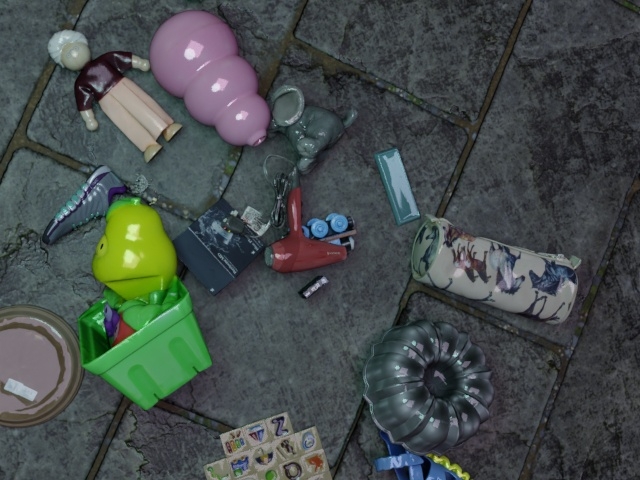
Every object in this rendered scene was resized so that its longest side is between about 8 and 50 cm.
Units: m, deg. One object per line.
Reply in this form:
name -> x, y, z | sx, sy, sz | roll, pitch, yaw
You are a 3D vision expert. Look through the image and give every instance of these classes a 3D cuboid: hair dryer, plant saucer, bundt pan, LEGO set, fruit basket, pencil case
hair dryer -> -0.056, -0.033, 1.731 | 0.293, 0.080, 0.224 | 40, 82, -19
plant saucer -> -0.674, 0.283, 1.707 | 0.277, 0.041, 0.278 | 0, 89, -12
bundt pan -> 0.270, 0.335, 1.796 | 0.330, 0.124, 0.331 | 7, 67, -18
LEGO set -> -0.409, -0.124, 1.780 | 0.083, 0.023, 0.054 | 37, 82, -8
fruit basket -> -0.398, 0.114, 1.600 | 0.282, 0.392, 0.392 | -34, 95, -10
pencil case -> 0.423, 0.068, 1.870 | 0.410, 0.160, 0.184 | 18, 93, -10
plant saucer -> 0.194, -0.136, 1.905 | 0.067, 0.018, 0.192 | -19, 93, -11

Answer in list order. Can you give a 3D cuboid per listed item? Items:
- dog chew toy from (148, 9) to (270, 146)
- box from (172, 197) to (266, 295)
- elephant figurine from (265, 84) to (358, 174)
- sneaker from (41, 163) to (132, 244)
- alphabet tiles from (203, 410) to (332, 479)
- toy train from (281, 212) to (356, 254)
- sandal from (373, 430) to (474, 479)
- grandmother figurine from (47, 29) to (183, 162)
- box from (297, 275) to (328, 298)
dog chew toy -> -0.235, -0.351, 1.712 | 0.206, 0.206, 0.332 | -36, 84, -10
box -> -0.233, 0.013, 1.736 | 0.156, 0.093, 0.158 | 48, 38, -7
elephant figurine -> -0.076, -0.286, 1.796 | 0.239, 0.169, 0.186 | 43, 51, 8
sneaker -> -0.529, -0.063, 1.727 | 0.098, 0.083, 0.224 | 40, 81, -13
alphabet tiles -> -0.111, 0.599, 1.825 | 0.285, 0.011, 0.343 | -17, 92, -12
toy train -> 0.000, 0.000, 1.833 | 0.184, 0.080, 0.105 | -16, 99, -11
sandal -> 0.243, 0.563, 1.827 | 0.317, 0.126, 0.138 | 41, 57, 1
grandmother figurine -> -0.473, -0.347, 1.738 | 0.342, 0.104, 0.208 | 43, 72, -10
box -> -0.019, 0.111, 1.820 | 0.067, 0.083, 0.018 | -39, 95, -11
